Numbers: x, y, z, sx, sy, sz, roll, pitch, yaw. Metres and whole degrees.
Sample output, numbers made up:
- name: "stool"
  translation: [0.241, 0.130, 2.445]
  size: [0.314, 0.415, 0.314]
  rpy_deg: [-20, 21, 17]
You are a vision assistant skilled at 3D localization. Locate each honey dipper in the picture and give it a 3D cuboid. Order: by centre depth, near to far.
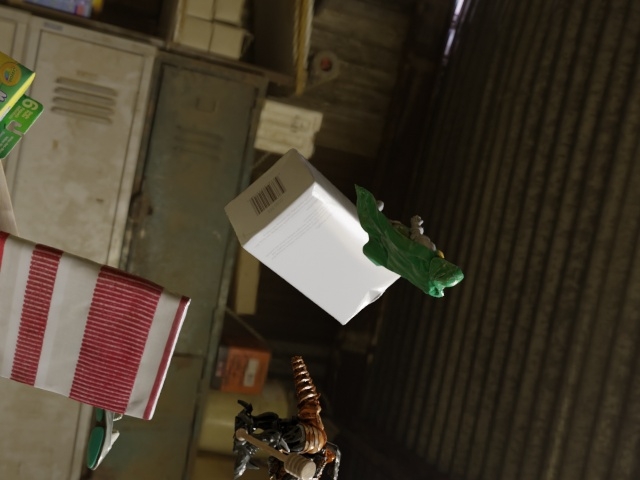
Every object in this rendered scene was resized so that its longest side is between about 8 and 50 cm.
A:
- name: "honey dipper"
  translation: [-0.072, 0.309, 1.121]
  size: [0.161, 0.030, 0.030]
  rpy_deg: [12, -89, 45]

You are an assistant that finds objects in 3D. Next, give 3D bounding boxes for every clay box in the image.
- name: "clay box"
  translation: [-0.461, -0.206, 0.953]
  size: [0.053, 0.222, 0.127]
  rpy_deg: [-44, -159, 42]

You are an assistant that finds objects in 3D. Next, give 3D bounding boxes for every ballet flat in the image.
- name: "ballet flat"
  translation: [-0.515, 0.446, 1.859]
  size: [0.072, 0.068, 0.213]
  rpy_deg: [-11, -109, 49]

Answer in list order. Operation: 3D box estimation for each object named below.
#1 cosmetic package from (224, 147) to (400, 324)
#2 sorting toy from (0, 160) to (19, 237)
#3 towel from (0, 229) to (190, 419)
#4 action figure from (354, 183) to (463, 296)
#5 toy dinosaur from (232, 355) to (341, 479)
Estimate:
- name: "cosmetic package"
  translation: [0.000, 0.000, 1.728]
  size: [0.217, 0.385, 0.156]
  rpy_deg: [-40, -138, 9]
- name: "sorting toy"
  translation: [-0.518, -0.031, 1.184]
  size: [0.255, 0.089, 0.257]
  rpy_deg: [-159, -122, -65]
- name: "towel"
  translation: [-0.354, 0.104, 1.012]
  size: [0.037, 0.329, 0.237]
  rpy_deg: [-79, -170, -57]
- name: "action figure"
  translation: [0.118, 0.012, 1.020]
  size: [0.232, 0.063, 0.137]
  rpy_deg: [44, -22, 61]
- name: "toy dinosaur"
  translation: [-0.065, 0.401, 1.554]
  size: [0.164, 0.219, 0.321]
  rpy_deg: [120, -27, -74]
